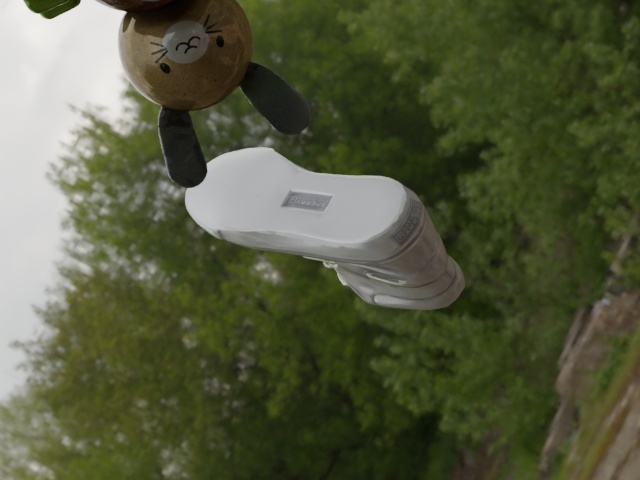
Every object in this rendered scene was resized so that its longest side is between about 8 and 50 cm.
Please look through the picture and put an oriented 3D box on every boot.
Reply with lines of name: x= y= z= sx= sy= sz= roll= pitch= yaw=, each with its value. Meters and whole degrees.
boot: x=0.000 y=0.000 z=0.973 sx=0.095 sy=0.258 sz=0.123 roll=-55 pitch=-47 yaw=-18

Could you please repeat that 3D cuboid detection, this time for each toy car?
toy car: x=-0.089 y=-0.134 z=0.734 sx=0.155 sy=0.188 sz=0.149 roll=-26 pitch=11 yaw=-4
